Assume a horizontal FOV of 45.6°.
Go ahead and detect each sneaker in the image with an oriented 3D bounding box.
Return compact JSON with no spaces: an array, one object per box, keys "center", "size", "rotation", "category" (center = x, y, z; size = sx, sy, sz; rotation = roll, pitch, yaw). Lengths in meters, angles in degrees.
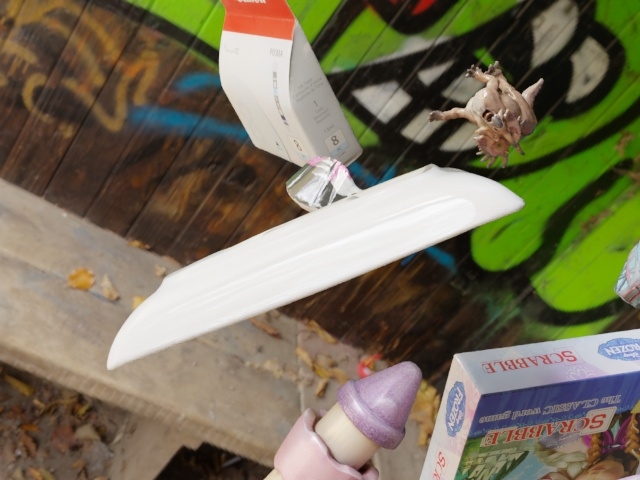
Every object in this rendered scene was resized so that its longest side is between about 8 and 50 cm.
[{"center":[0.497,0.021,1.100],"size":[0.262,0.125,0.104],"rotation":[-17,55,-44],"category":"sneaker"},{"center":[0.030,-0.029,0.873],"size":[0.178,0.072,0.077],"rotation":[39,-17,42],"category":"sneaker"}]

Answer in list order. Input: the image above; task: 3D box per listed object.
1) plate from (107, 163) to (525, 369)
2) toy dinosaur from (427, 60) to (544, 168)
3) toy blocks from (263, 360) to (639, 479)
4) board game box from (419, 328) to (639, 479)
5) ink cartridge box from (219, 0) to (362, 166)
[{"center":[0.000,0.000,0.582],"size":[0.278,0.277,0.045],"rotation":[-40,107,-81],"category":"plate"},{"center":[0.350,-0.231,1.445],"size":[0.295,0.127,0.200],"rotation":[-15,51,-39],"category":"toy dinosaur"},{"center":[0.086,0.212,0.388],"size":[0.309,0.260,0.288],"rotation":[44,10,8],"category":"toy blocks"},{"center":[0.278,0.247,0.888],"size":[0.318,0.318,0.066],"rotation":[-5,37,-16],"category":"board game box"},{"center":[-0.109,-0.307,1.293],"size":[0.308,0.091,0.385],"rotation":[32,-23,58],"category":"ink cartridge box"}]
